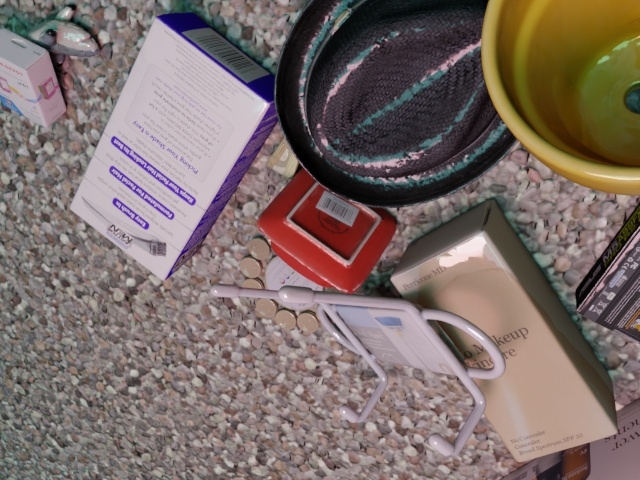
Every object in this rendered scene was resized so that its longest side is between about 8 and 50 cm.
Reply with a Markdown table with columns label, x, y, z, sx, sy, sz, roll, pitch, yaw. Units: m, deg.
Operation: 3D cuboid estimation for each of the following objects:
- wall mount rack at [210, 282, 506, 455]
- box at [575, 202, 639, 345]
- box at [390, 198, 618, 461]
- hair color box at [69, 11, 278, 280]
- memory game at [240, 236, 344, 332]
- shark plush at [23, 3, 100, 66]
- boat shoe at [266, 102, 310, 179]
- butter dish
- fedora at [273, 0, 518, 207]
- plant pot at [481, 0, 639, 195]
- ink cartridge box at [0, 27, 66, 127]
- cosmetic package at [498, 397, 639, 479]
| label | x | y | z | sx | sy | sz | roll | pitch | yaw |
| --- | --- | --- | --- | --- | --- | --- | --- | --- | --- |
| wall mount rack | 0.038 | 0.125 | 0.751 | 0.304 | 0.130 | 0.350 | 50 | 155 | -18 |
| box | 0.470 | 0.024 | 0.701 | 0.216 | 0.060 | 0.270 | 27 | 119 | 7 |
| box | 0.243 | 0.119 | 0.791 | 0.148 | 0.121 | 0.311 | -32 | 98 | 30 |
| hair color box | -0.206 | -0.126 | 0.864 | 0.185 | 0.110 | 0.339 | 38 | 118 | 0 |
| memory game | -0.041 | 0.062 | 0.936 | 0.186 | 0.012 | 0.186 | 7 | 114 | 17 |
| shark plush | -0.411 | -0.286 | 0.904 | 0.161 | 0.073 | 0.067 | -17 | 136 | 21 |
| boat shoe | -0.031 | -0.155 | 0.816 | 0.048 | 0.056 | 0.153 | 26 | 126 | 3 |
| butter dish | 0.000 | 0.000 | 0.833 | 0.160 | 0.160 | 0.118 | 35 | 143 | 3 |
| fedora | 0.099 | -0.170 | 0.672 | 0.334 | 0.152 | 0.334 | 3 | 112 | 6 |
| plant pot | 0.301 | -0.158 | 0.556 | 0.254 | 0.239 | 0.254 | -3 | 83 | 28 |
| ink cartridge box | -0.447 | -0.244 | 0.905 | 0.088 | 0.052 | 0.122 | 27 | 147 | 8 |
| cosmetic package | 0.368 | 0.355 | 0.753 | 0.097 | 0.284 | 0.377 | 43 | 119 | -1 |
